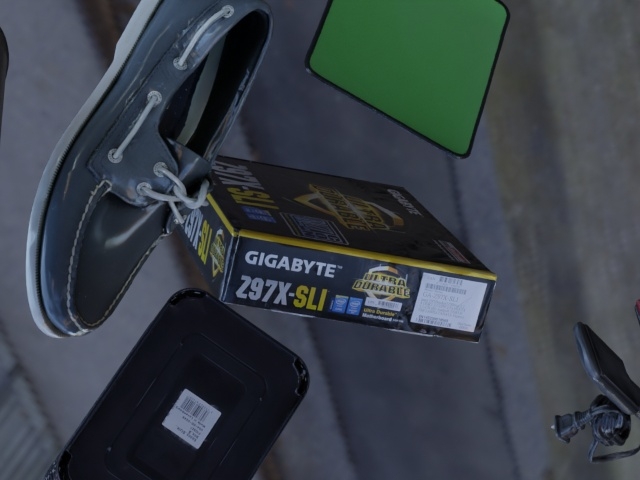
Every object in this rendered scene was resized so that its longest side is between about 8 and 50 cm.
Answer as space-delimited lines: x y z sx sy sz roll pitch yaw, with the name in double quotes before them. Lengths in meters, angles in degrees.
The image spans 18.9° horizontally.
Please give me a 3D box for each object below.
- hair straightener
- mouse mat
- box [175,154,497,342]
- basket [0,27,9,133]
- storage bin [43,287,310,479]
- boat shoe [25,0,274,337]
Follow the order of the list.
"hair straightener" 0.190 0.100 1.251 0.089 0.047 0.230 -20 158 9
"mouse mat" 0.073 -0.163 1.544 0.152 0.190 0.007 29 138 -11
"box" 0.000 0.000 1.889 0.257 0.079 0.322 8 -166 -15
"basket" -0.301 -0.046 1.328 0.204 0.227 0.154 -25 131 4
"storage bin" -0.105 0.140 1.397 0.122 0.180 0.084 35 158 -3
"boat shoe" -0.132 -0.066 1.516 0.099 0.319 0.116 14 164 31
